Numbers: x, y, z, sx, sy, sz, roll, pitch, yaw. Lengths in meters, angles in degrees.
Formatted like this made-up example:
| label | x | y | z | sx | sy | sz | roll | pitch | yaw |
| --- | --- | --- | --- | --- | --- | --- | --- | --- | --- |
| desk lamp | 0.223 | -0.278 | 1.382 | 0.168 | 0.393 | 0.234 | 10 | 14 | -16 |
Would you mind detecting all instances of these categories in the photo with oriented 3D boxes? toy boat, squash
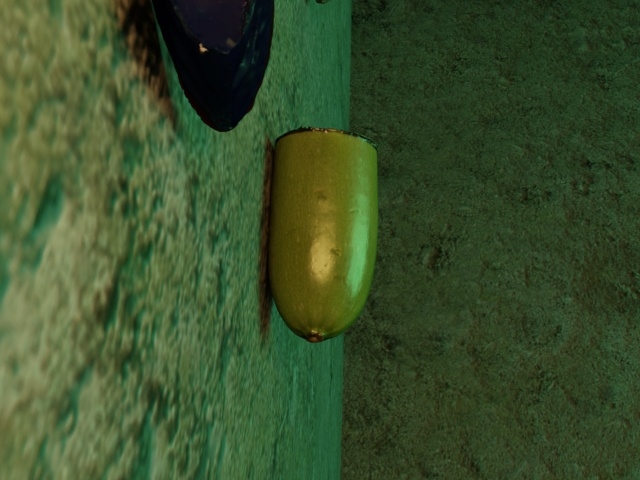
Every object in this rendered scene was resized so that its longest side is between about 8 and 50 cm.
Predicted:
| label | x | y | z | sx | sy | sz | roll | pitch | yaw |
| --- | --- | --- | --- | --- | --- | --- | --- | --- | --- |
| toy boat | -0.069 | -0.179 | 0.429 | 0.318 | 0.072 | 0.218 | -154 | -119 | -85 |
| squash | 0.000 | 0.000 | 0.764 | 0.132 | 0.133 | 0.246 | 74 | 19 | -72 |

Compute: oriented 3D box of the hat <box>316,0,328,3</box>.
| label | x | y | z | sx | sy | sz | roll | pitch | yaw |
| --- | --- | --- | --- | --- | --- | --- | --- | --- | --- |
| hat | -0.001 | -0.527 | 1.176 | 0.175 | 0.085 | 0.147 | 65 | 23 | -13 |
